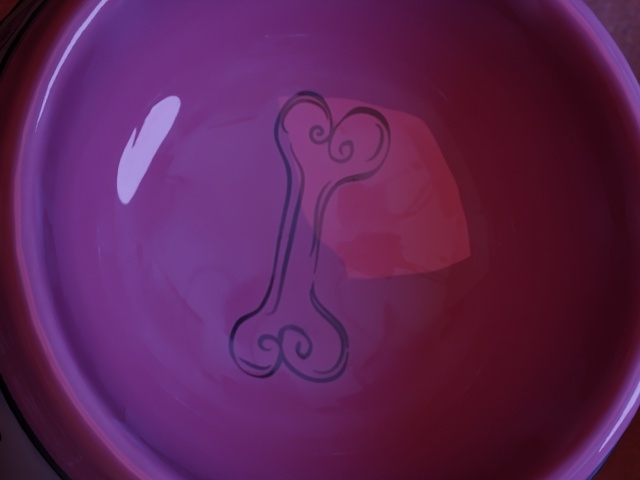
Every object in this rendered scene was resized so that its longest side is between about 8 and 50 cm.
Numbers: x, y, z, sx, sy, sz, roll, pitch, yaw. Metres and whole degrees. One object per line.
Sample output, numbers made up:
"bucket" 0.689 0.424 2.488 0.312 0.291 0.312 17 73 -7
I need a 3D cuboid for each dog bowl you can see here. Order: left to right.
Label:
"dog bowl" 0.000 0.000 0.896 0.408 0.150 0.408 2 80 -14
